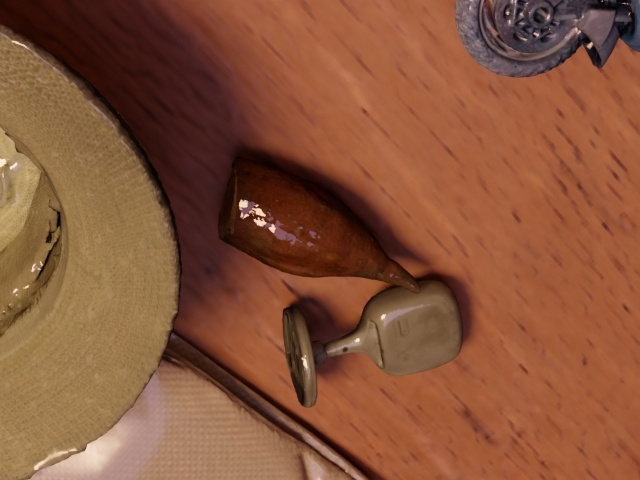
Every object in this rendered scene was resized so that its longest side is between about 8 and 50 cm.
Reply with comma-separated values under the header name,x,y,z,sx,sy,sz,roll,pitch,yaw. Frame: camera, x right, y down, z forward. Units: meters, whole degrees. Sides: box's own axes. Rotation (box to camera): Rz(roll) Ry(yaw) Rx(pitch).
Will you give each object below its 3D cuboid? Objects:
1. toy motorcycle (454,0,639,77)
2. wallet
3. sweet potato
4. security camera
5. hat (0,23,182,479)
name,x,y,z,sx,sy,sz,roll,pitch,yaw
toy motorcycle,0.167,-0.168,0.682,0.135,0.092,0.254,25,105,-25
wallet,-0.141,0.189,0.877,0.335,0.068,0.275,-36,117,9
sweet potato,0.000,0.000,0.785,0.117,0.049,0.049,27,114,-11
security camera,0.029,0.051,0.820,0.092,0.058,0.058,-11,119,-10
hat,-0.189,-0.016,0.724,0.257,0.130,0.257,-1,118,-1
